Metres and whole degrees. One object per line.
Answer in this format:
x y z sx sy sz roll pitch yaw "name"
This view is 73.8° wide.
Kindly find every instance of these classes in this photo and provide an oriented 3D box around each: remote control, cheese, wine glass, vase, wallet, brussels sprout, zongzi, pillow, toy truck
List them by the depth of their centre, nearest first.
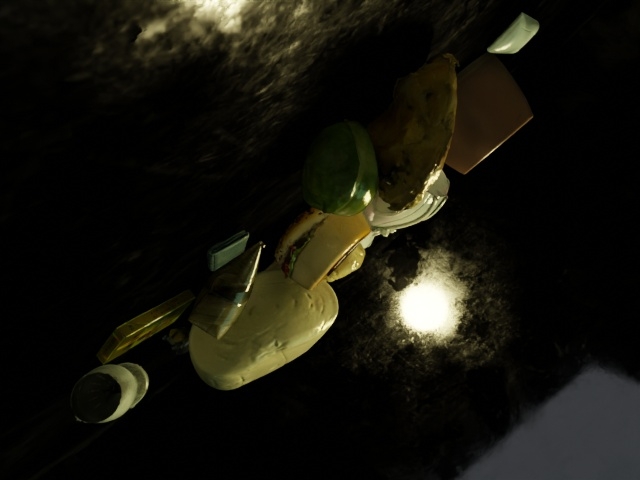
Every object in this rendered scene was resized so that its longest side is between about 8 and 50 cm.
0.028 -0.112 0.724 0.131 0.145 0.183 -11 161 -13 "brussels sprout"
-0.189 0.020 0.854 0.088 0.026 0.129 -34 174 -21 "wallet"
-0.487 0.351 0.997 0.126 0.126 0.241 -39 176 -18 "wine glass"
-0.208 0.094 1.025 0.242 0.112 0.221 -59 -171 0 "zongzi"
0.511 -0.527 1.109 0.103 0.051 0.293 -45 174 38 "remote control"
-0.433 0.295 1.307 0.063 0.052 0.123 -46 174 -8 "toy truck"
0.040 0.058 1.444 0.214 0.117 0.226 -27 -165 19 "cheese"
0.256 -0.138 1.615 0.250 0.250 0.445 -35 178 -44 "vase"
-0.459 0.354 1.628 0.208 0.055 0.141 -38 166 -36 "pillow"

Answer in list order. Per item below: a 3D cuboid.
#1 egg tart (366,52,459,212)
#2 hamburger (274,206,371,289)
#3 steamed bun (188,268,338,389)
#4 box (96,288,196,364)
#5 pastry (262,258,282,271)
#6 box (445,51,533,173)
0.150 -0.188 0.754 0.297 0.132 0.297 -168 -90 -84 "egg tart"
0.000 0.000 1.207 0.300 0.176 0.300 -43 173 -7 "hamburger"
-0.197 0.258 1.355 0.456 0.290 0.371 -22 162 -22 "steamed bun"
-0.369 0.180 0.914 0.121 0.030 0.193 -44 174 33 "box"
-0.147 0.109 1.555 0.258 0.089 0.121 -45 -177 35 "pastry"
0.431 -0.343 1.206 0.301 0.216 0.301 -40 173 -6 "box"
